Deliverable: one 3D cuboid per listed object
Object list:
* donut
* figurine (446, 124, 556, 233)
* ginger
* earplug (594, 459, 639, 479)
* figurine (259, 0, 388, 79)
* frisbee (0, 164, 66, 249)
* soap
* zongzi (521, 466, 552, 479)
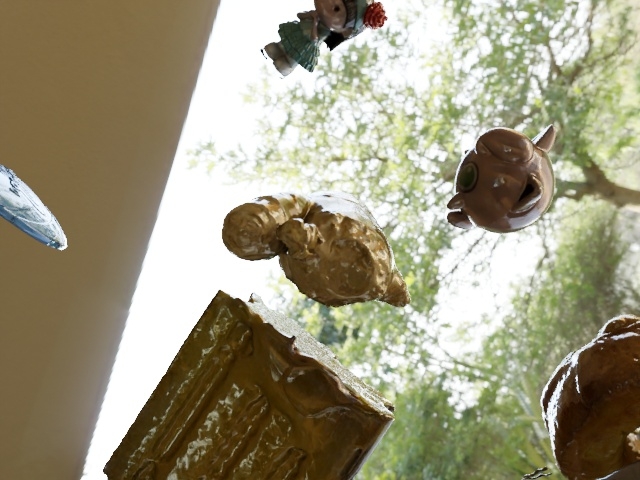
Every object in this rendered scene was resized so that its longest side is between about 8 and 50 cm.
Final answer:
[{"bbox_3d":[0.349,0.191,0.705,0.114,0.226,0.227,-61,-21,-59],"label":"donut"},{"bbox_3d":[0.215,-0.070,0.794,0.138,0.125,0.125,-36,15,52],"label":"figurine"},{"bbox_3d":[0.011,0.004,0.489,0.205,0.115,0.081,-5,-85,-76],"label":"ginger"},{"bbox_3d":[0.375,0.386,0.491,0.394,0.312,0.313,-80,-8,-52],"label":"earplug"},{"bbox_3d":[0.006,-0.409,1.314,0.245,0.138,0.110,-34,-6,19],"label":"figurine"},{"bbox_3d":[-0.451,-0.078,0.956,0.045,0.242,0.242,-48,-26,-6],"label":"frisbee"},{"bbox_3d":[-0.082,0.240,0.807,0.281,0.259,0.143,-55,-18,1],"label":"soap"},{"bbox_3d":[0.193,0.333,0.592,0.187,0.084,0.184,-60,-45,-65],"label":"zongzi"}]
